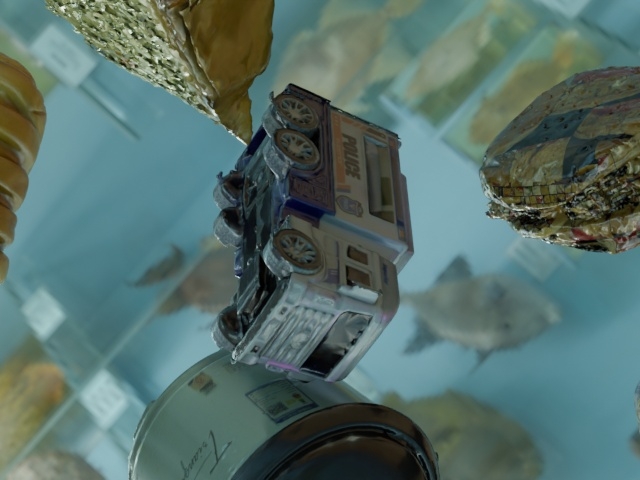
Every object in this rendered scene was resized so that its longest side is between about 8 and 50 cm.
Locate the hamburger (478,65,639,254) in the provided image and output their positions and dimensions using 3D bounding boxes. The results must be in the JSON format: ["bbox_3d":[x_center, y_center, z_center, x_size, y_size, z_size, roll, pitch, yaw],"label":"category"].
[{"bbox_3d":[0.253,-0.081,1.389,0.107,0.231,0.231,57,174,-24],"label":"hamburger"}]

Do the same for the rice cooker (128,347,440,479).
[{"bbox_3d":[-0.029,0.225,1.348,0.281,0.241,0.227,-9,-156,-32],"label":"rice cooker"}]

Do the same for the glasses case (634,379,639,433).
[{"bbox_3d":[0.342,0.207,1.398,0.065,0.087,0.248,17,-144,-26],"label":"glasses case"}]

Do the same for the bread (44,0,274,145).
[{"bbox_3d":[-0.109,-0.283,1.155,0.248,0.279,0.315,25,167,25],"label":"bread"}]

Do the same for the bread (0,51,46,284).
[{"bbox_3d":[-0.406,-0.072,1.701,0.173,0.311,0.121,10,165,1],"label":"bread"}]

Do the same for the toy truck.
[{"bbox_3d":[0.000,0.000,1.338,0.155,0.124,0.268,21,-142,-20],"label":"toy truck"}]
